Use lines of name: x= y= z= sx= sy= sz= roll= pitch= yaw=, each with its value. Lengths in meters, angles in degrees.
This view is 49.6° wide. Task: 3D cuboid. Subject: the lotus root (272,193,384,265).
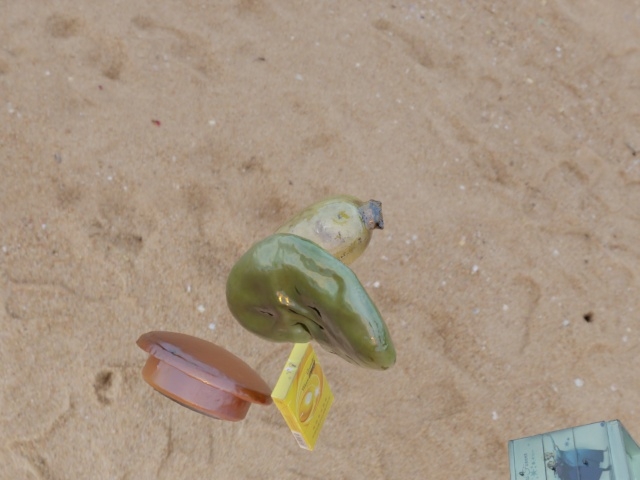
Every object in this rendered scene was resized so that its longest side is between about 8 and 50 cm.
lotus root: x=0.000 y=0.000 z=1.358 sx=0.146 sy=0.284 sz=0.160 roll=51 pitch=23 yaw=-30

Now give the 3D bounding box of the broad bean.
broad bean: x=-0.009 y=0.062 z=0.696 sx=0.206 sy=0.153 sz=0.072 roll=8 pitch=46 yaw=41

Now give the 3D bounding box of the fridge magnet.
fridge magnet: x=-0.284 y=0.327 z=1.685 sx=0.363 sy=0.363 sz=0.155 roll=26 pitch=81 yaw=0

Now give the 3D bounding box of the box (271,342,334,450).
box: x=-0.035 y=0.364 z=1.612 sx=0.043 sy=0.269 sz=0.152 roll=10 pitch=55 yaw=22

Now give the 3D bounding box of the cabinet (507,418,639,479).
cabinet: x=0.466 y=0.433 z=1.238 sx=0.150 sy=0.206 sz=0.145 roll=45 pitch=37 yaw=-32
